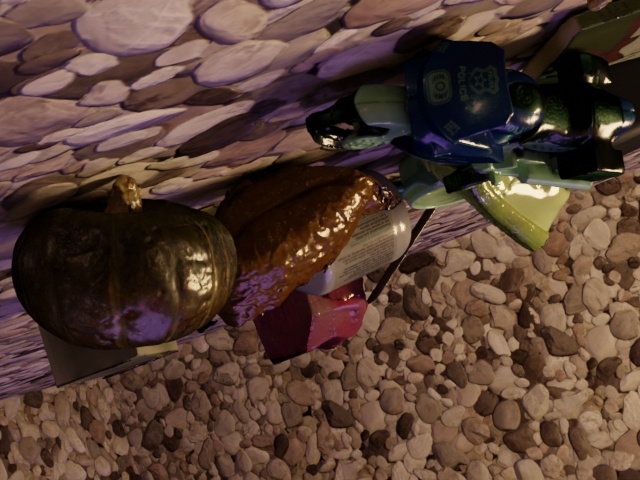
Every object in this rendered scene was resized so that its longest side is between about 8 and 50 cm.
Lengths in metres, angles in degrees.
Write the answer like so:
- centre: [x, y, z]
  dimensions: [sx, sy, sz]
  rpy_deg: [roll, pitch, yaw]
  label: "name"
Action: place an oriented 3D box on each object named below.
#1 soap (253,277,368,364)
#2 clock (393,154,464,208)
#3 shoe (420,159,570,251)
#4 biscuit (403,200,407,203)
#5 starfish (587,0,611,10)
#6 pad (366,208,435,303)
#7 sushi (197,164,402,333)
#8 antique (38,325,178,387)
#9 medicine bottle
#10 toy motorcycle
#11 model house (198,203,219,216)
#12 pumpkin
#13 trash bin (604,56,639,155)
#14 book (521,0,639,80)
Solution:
- centre: [-0.029, 0.100, 1.892]
  dimensions: [0.127, 0.220, 0.325]
  rpy_deg: [-21, 176, -26]
  label: "soap"
- centre: [0.178, -0.095, 1.477]
  dimensions: [0.211, 0.066, 0.159]
  rpy_deg: [-16, 168, -4]
  label: "clock"
- centre: [0.215, -0.085, 1.324]
  dimensions: [0.140, 0.128, 0.262]
  rpy_deg: [23, 168, 47]
  label: "shoe"
- centre: [0.120, -0.069, 1.654]
  dimensions: [0.133, 0.027, 0.184]
  rpy_deg: [-11, -177, 15]
  label: "biscuit"
- centre: [0.316, -0.230, 0.850]
  dimensions: [0.210, 0.053, 0.150]
  rpy_deg: [-20, 170, 20]
  label: "starfish"
- centre: [0.156, 0.001, 1.843]
  dimensions: [0.266, 0.002, 0.176]
  rpy_deg: [-56, -179, -11]
  label: "pad"
- centre: [-0.048, -0.013, 1.235]
  dimensions: [0.287, 0.149, 0.140]
  rpy_deg: [-40, 151, -23]
  label: "sushi"
- centre: [-0.313, 0.125, 1.549]
  dimensions: [0.147, 0.148, 0.152]
  rpy_deg: [-22, 173, 13]
  label: "antique"
- centre: [0.000, 0.000, 1.392]
  dimensions: [0.215, 0.135, 0.135]
  rpy_deg: [-25, 176, -24]
  label: "medicine bottle"
- centre: [0.156, -0.116, 0.987]
  dimensions: [0.331, 0.125, 0.196]
  rpy_deg: [0, 171, -36]
  label: "toy motorcycle"
- centre: [-0.136, -0.011, 1.345]
  dimensions: [0.058, 0.057, 0.083]
  rpy_deg: [21, 169, -7]
  label: "model house"
- centre: [-0.193, 0.016, 1.017]
  dimensions: [0.219, 0.162, 0.219]
  rpy_deg: [0, -169, 0]
  label: "pumpkin"
- centre: [0.394, -0.181, 1.259]
  dimensions: [0.226, 0.115, 0.165]
  rpy_deg: [-23, 170, -7]
  label: "trash bin"
- centre: [0.360, -0.231, 1.085]
  dimensions: [0.289, 0.026, 0.201]
  rpy_deg: [-18, 172, -7]
  label: "book"
